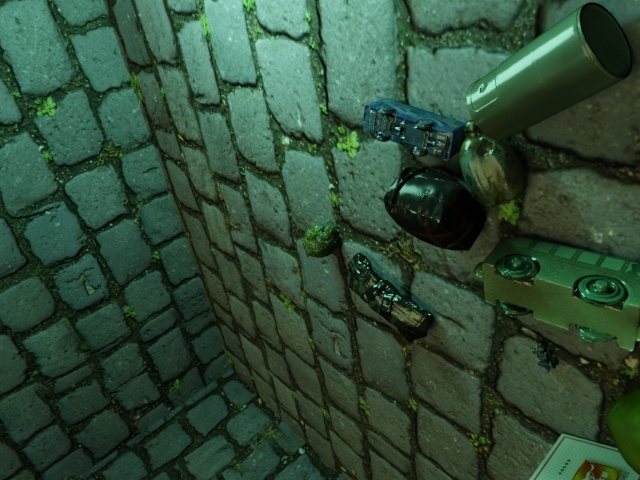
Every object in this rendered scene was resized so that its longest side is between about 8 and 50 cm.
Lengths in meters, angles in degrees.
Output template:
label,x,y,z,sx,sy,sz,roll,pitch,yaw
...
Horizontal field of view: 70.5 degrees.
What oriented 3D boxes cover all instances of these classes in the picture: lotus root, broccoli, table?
label,x,y,z,sx,sy,sz,roll,pitch,yaw
lotus root,0.344,-0.159,0.925,0.113,0.088,0.192,-18,101,43
broccoli,0.000,0.000,1.544,0.131,0.130,0.120,70,-173,-46
table,0.369,-0.268,0.753,0.126,0.126,0.220,60,149,-2

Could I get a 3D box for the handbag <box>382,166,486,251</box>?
label,x,y,z,sx,sy,sz,roll,pitch,yaw
handbag,0.263,-0.068,1.015,0.169,0.155,0.215,33,-176,37

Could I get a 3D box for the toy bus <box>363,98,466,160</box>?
label,x,y,z,sx,sy,sz,roll,pitch,yaw
toy bus,0.209,-0.255,1.028,0.236,0.094,0.079,32,134,34

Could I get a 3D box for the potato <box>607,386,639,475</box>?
label,x,y,z,sx,sy,sz,roll,pitch,yaw
potato,0.668,0.349,0.792,0.216,0.216,0.304,51,158,12

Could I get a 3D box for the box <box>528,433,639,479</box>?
label,x,y,z,sx,sy,sz,roll,pitch,yaw
box,0.654,0.565,0.991,0.330,0.210,0.095,-8,109,57

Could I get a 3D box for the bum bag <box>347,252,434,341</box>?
label,x,y,z,sx,sy,sz,roll,pitch,yaw
bum bag,0.202,0.183,1.425,0.340,0.095,0.144,41,130,24

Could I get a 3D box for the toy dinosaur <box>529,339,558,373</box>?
label,x,y,z,sx,sy,sz,roll,pitch,yaw
toy dinosaur,0.536,0.281,1.087,0.083,0.031,0.047,61,150,-1

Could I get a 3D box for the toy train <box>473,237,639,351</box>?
label,x,y,z,sx,sy,sz,roll,pitch,yaw
toy train,0.471,0.089,0.893,0.326,0.159,0.129,18,133,43
